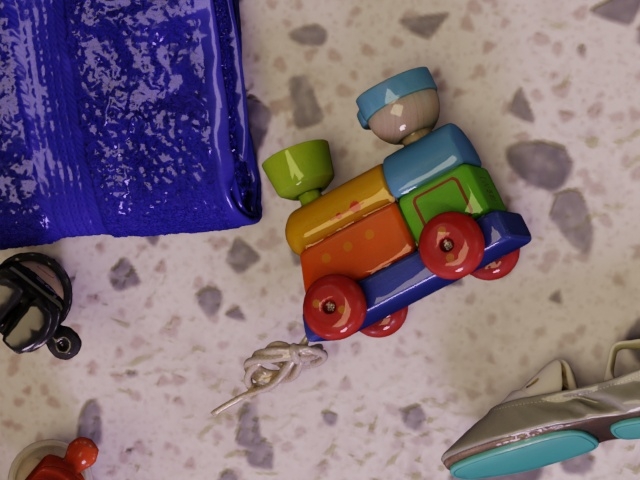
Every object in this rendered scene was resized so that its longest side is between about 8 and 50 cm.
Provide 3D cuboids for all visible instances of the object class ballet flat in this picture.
[{"bbox_3d":[0.179,0.104,1.269,0.213,0.072,0.068,-14,66,17],"label":"ballet flat"}]

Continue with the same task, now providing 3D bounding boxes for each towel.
[{"bbox_3d":[-0.199,-0.107,1.337,0.308,0.076,0.228,-5,95,17],"label":"towel"}]

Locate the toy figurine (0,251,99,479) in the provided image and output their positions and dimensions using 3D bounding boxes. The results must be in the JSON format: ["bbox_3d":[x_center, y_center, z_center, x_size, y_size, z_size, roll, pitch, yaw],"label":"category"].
[{"bbox_3d":[-0.259,0.114,1.325,0.209,0.148,0.213,-8,96,-2],"label":"toy figurine"}]

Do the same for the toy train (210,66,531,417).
[{"bbox_3d":[0.000,0.000,1.286,0.248,0.105,0.143,-28,78,18],"label":"toy train"}]
